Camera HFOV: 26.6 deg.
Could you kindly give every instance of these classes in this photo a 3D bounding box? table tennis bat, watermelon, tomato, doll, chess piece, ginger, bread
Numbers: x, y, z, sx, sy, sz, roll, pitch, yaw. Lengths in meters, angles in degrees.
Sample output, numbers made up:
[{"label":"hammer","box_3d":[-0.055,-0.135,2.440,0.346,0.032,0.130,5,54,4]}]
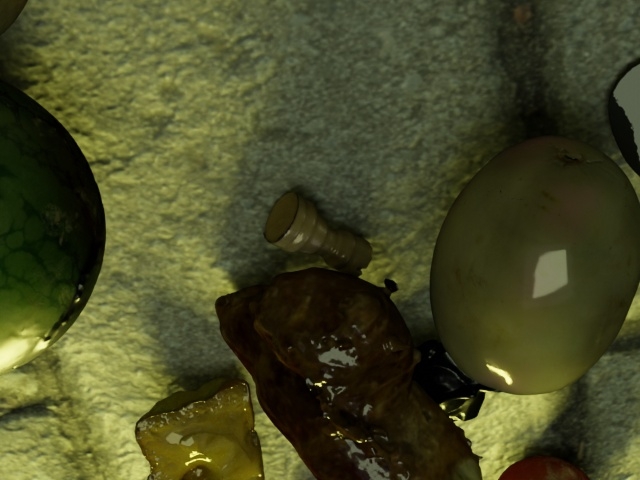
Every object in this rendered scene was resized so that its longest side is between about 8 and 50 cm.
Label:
[{"label":"table tennis bat","box_3d":[0.402,-0.094,1.461,0.138,0.022,0.246,-21,114,23]},{"label":"watermelon","box_3d":[-0.403,-0.015,1.379,0.363,0.363,0.363,0,132,1]},{"label":"tomato","box_3d":[0.297,0.346,1.858,0.159,0.091,0.139,2,149,-39]},{"label":"doll","box_3d":[0.112,0.178,1.717,0.249,0.088,0.127,-9,153,21]},{"label":"chess piece","box_3d":[0.000,0.000,1.563,0.122,0.066,0.066,31,126,-28]},{"label":"ginger","box_3d":[0.060,0.195,1.575,0.418,0.176,0.254,52,146,-3]},{"label":"bread","box_3d":[-0.158,0.285,1.791,0.161,0.088,0.233,-14,119,-10]}]

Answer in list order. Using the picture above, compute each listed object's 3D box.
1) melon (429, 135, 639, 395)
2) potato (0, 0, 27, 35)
[{"label":"melon","box_3d":[0.234,0.033,1.482,0.223,0.223,0.317,5,132,-3]},{"label":"potato","box_3d":[-0.321,-0.302,1.203,0.189,0.211,0.264,25,124,-18]}]
